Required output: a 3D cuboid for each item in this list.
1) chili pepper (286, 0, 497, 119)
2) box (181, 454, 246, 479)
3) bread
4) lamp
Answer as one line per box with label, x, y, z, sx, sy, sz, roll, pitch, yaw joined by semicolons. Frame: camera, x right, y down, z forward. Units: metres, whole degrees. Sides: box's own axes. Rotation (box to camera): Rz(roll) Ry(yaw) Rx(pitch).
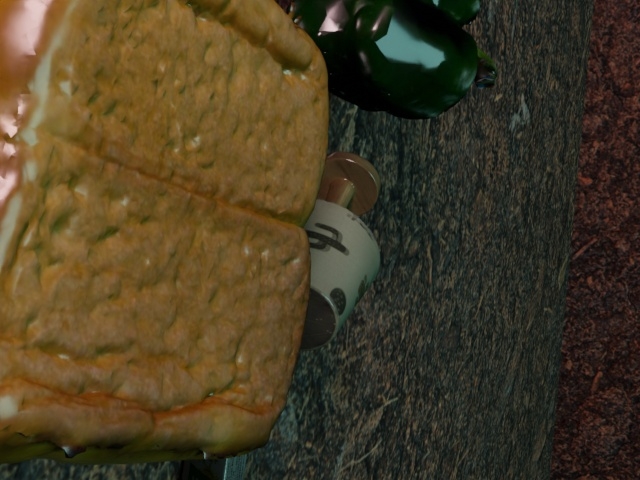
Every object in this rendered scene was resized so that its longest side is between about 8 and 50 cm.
chili pepper;0.080;-0.197;1.001;0.261;0.165;0.173;13;68;-62
box;-0.091;0.181;0.901;0.041;0.050;0.207;4;95;-62
bread;-0.128;-0.028;0.645;0.337;0.148;0.327;16;79;-63
lamp;0.000;0.000;0.956;0.214;0.121;0.121;-67;153;-49
